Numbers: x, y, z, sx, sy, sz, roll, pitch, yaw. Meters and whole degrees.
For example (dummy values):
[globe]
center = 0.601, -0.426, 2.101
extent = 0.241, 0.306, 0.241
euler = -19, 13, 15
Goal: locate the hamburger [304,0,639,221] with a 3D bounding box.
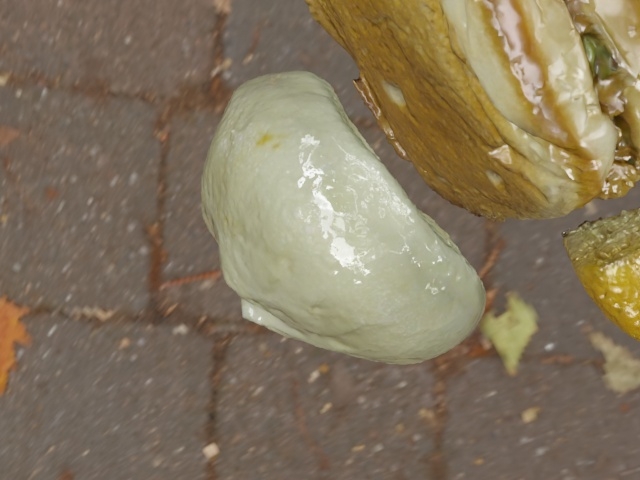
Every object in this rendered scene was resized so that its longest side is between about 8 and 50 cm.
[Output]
[hamburger]
center = 0.117, -0.164, 1.304
extent = 0.174, 0.284, 0.304
euler = -30, 106, -25

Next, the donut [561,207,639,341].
[donut]
center = 0.349, 0.030, 1.508
extent = 0.259, 0.101, 0.152
euler = -20, 110, 18

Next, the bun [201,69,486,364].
[bun]
center = 0.000, 0.000, 1.065
extent = 0.127, 0.222, 0.222
euler = -39, 89, 0
